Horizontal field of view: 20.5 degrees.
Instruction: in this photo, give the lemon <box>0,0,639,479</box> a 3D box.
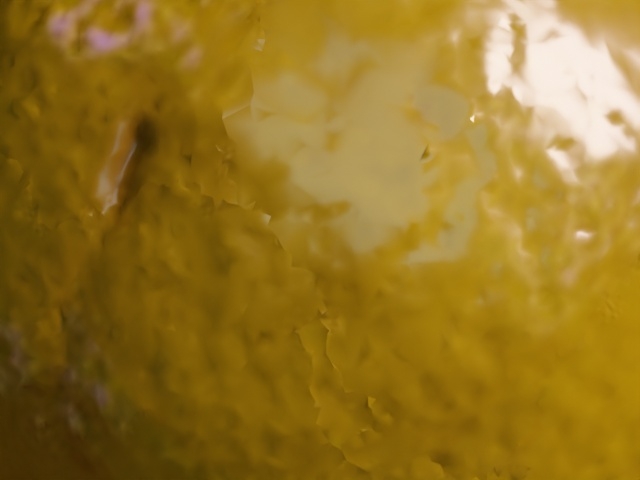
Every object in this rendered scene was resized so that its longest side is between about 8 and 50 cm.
[{"bbox_3d":[0.000,0.000,0.626,0.348,0.348,0.348,0,70,0],"label":"lemon"}]
